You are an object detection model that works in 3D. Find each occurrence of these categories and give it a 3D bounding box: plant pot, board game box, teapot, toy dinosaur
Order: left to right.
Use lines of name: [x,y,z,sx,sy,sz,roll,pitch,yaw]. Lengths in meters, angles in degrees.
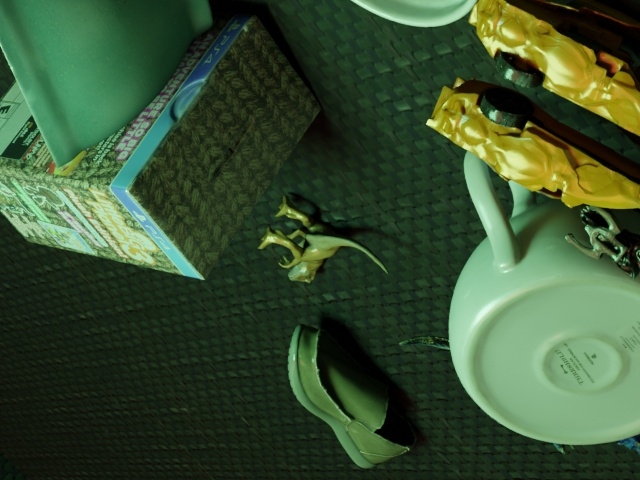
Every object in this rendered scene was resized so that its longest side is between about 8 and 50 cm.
plant pot: [-0.221,-0.241,1.675,0.293,0.196,0.293,63,174,12]
board game box: [-0.190,-0.110,1.842,0.291,0.232,0.141,11,149,44]
toy dinosaur: [0.000,0.000,1.989,0.112,0.064,0.211,26,165,-14]
teapot: [0.232,0.047,1.637,0.252,0.187,0.256,9,132,-3]

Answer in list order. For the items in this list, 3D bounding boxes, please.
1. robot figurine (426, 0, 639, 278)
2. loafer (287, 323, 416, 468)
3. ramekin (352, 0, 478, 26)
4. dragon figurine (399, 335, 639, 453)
robot figurine: [0.241,-0.094,1.470,0.291,0.085,0.211,31,124,16]
loafer: [0.042,0.184,2.183,0.087,0.094,0.251,-12,138,27]
ramekin: [0.069,-0.282,1.414,0.207,0.109,0.207,30,151,19]
dragon figurine: [0.231,0.137,1.862,0.289,0.085,0.144,33,152,11]
